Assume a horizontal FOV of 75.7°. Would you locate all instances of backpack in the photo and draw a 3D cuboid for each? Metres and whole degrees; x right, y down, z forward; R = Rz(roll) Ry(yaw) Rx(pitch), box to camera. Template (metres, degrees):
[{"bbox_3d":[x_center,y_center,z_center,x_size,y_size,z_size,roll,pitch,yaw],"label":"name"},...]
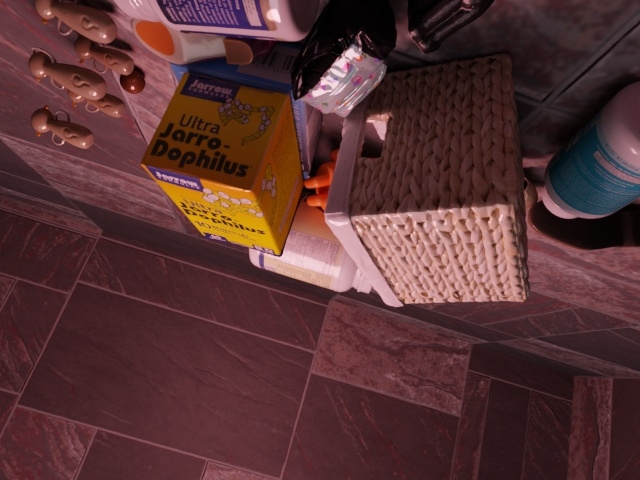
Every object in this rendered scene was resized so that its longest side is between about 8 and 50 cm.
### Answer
[{"bbox_3d":[0.031,-0.273,0.621,0.115,0.151,0.182,21,145,-25],"label":"backpack"}]

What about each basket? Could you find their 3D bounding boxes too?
[{"bbox_3d":[0.208,-0.091,0.724,0.267,0.327,0.331,-5,146,29],"label":"basket"}]

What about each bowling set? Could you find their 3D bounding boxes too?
[{"bbox_3d":[-0.492,-0.344,0.875,0.154,0.286,0.200,23,-165,1],"label":"bowling set"}]

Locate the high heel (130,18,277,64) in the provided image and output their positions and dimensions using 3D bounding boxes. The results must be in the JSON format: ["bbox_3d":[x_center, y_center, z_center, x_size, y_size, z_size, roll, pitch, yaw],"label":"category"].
[{"bbox_3d":[-0.192,-0.356,0.697,0.245,0.117,0.082,13,136,18],"label":"high heel"}]

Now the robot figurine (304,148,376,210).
[{"bbox_3d":[0.075,-0.131,0.971,0.220,0.157,0.128,-11,150,-23],"label":"robot figurine"}]

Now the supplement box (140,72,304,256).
[{"bbox_3d":[-0.162,-0.125,0.830,0.195,0.195,0.356,14,162,7],"label":"supplement box"}]

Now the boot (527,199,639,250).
[{"bbox_3d":[0.591,-0.027,0.923,0.306,0.112,0.115,7,174,-8],"label":"boot"}]

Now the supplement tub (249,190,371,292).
[{"bbox_3d":[0.000,0.000,1.097,0.326,0.235,0.235,16,161,6],"label":"supplement tub"}]

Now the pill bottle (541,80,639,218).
[{"bbox_3d":[0.484,-0.128,0.694,0.147,0.146,0.264,15,161,5],"label":"pill bottle"}]

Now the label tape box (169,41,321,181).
[{"bbox_3d":[-0.130,-0.267,0.878,0.250,0.115,0.347,15,164,5],"label":"label tape box"}]

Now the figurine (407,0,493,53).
[{"bbox_3d":[0.154,-0.352,0.459,0.215,0.092,0.210,30,149,-32],"label":"figurine"}]

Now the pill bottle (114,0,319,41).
[{"bbox_3d":[-0.144,-0.360,0.557,0.265,0.153,0.153,11,160,14],"label":"pill bottle"}]

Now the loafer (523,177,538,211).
[{"bbox_3d":[0.346,-0.115,0.934,0.269,0.101,0.092,-1,155,19],"label":"loafer"}]

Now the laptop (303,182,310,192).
[{"bbox_3d":[-0.109,-0.179,1.253,0.235,0.136,0.264,10,-175,21],"label":"laptop"}]
